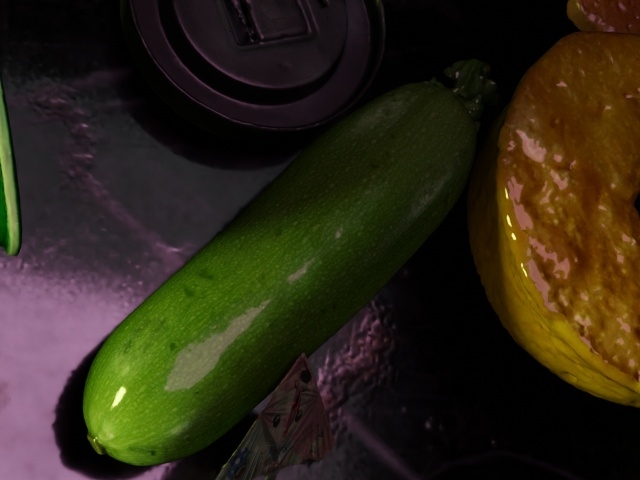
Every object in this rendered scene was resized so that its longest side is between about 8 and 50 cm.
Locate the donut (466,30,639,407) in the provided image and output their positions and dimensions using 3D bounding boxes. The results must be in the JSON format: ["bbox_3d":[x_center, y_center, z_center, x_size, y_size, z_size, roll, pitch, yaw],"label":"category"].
[{"bbox_3d":[0.240,-0.009,0.831,0.302,0.110,0.303,7,69,-20],"label":"donut"}]

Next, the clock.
[{"bbox_3d":[-0.046,-0.153,0.786,0.184,0.040,0.185,7,71,-21],"label":"clock"}]

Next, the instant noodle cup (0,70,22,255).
[{"bbox_3d":[-0.286,-0.070,0.579,0.232,0.207,0.207,-12,79,-18],"label":"instant noodle cup"}]

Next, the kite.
[{"bbox_3d":[-0.026,0.137,0.682,0.137,0.005,0.153,-5,114,-58],"label":"kite"}]

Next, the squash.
[{"bbox_3d":[0.000,0.000,0.725,0.101,0.101,0.378,48,60,-3],"label":"squash"}]

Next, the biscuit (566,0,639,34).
[{"bbox_3d":[0.322,-0.187,0.963,0.280,0.043,0.183,-7,73,-21],"label":"biscuit"}]
